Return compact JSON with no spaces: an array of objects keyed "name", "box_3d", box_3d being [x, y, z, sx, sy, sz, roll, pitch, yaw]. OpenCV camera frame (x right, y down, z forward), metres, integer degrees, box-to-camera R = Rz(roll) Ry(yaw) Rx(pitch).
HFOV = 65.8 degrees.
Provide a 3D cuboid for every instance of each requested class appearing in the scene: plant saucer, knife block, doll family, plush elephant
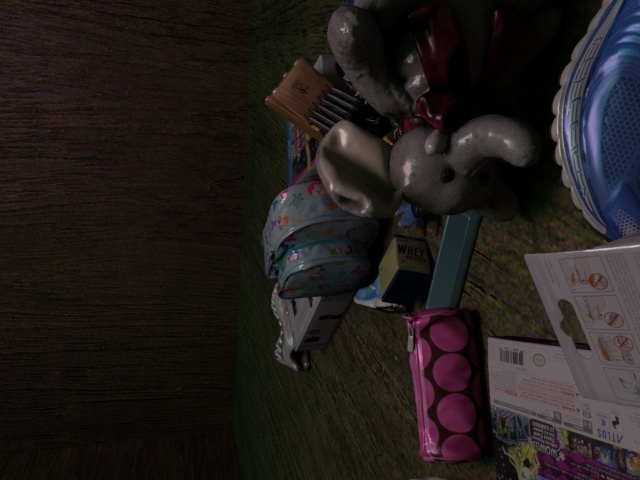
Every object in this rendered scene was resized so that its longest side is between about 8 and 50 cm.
[{"name":"plant saucer","box_3d":[0.193,0.039,0.736,0.067,0.018,0.191,-126,40,-60]},{"name":"knife block","box_3d":[0.018,-0.238,0.976,0.088,0.242,0.276,-52,16,1]},{"name":"doll family","box_3d":[0.137,-0.101,0.788,0.192,0.076,0.111,60,162,-1]},{"name":"plush elephant","box_3d":[0.137,-0.143,0.531,0.330,0.272,0.255,146,112,-66]}]

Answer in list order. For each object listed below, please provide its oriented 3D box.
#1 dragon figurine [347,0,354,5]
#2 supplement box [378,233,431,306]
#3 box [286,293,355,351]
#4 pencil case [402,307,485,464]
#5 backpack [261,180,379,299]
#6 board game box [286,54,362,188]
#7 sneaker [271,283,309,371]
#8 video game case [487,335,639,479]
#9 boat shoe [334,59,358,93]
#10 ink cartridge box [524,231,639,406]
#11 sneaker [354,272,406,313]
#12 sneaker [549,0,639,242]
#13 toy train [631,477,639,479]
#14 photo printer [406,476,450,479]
[{"name":"dragon figurine","box_3d":[0.066,-0.428,0.848,0.289,0.085,0.143,-150,43,-69]},{"name":"supplement box","box_3d":[0.137,0.049,0.817,0.083,0.056,0.083,110,166,-46]},{"name":"box","box_3d":[-0.007,0.138,1.236,0.289,0.087,0.169,110,153,-48]},{"name":"pencil case","box_3d":[0.168,0.199,0.682,0.095,0.098,0.209,-21,72,53]},{"name":"backpack","box_3d":[0.000,0.000,0.990,0.253,0.225,0.191,110,152,-51]},{"name":"board game box","box_3d":[0.002,-0.262,1.188,0.303,0.098,0.223,149,120,-69]},{"name":"sneaker","box_3d":[-0.074,0.245,1.438,0.118,0.110,0.291,-150,53,-61]},{"name":"video game case","box_3d":[0.259,0.209,0.494,0.232,0.042,0.210,160,109,-70]},{"name":"boat shoe","box_3d":[0.108,-0.262,0.808,0.324,0.097,0.116,-115,4,-54]},{"name":"ink cartridge box","box_3d":[0.258,0.057,0.354,0.179,0.045,0.145,-12,105,60]},{"name":"sneaker","box_3d":[0.118,0.096,0.926,0.162,0.064,0.073,-12,62,67]},{"name":"sneaker","box_3d":[0.265,-0.143,0.335,0.147,0.130,0.329,-142,54,-70]},{"name":"toy train","box_3d":[0.289,0.162,0.336,0.158,0.036,0.027,-42,58,41]},{"name":"photo printer","box_3d":[0.183,0.477,0.628,0.256,0.107,0.307,158,111,-70]}]
